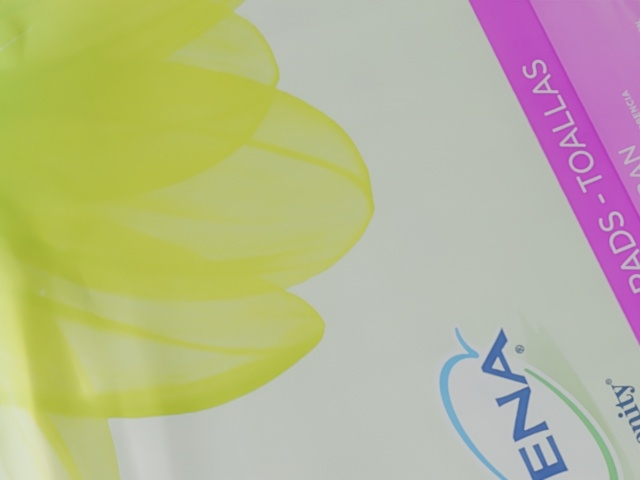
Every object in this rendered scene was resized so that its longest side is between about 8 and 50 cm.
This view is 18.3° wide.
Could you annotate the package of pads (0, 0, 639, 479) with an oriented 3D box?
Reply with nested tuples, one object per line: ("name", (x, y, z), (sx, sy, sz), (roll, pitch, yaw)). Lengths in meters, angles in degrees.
("package of pads", (0.000, 0.000, 0.561), (0.101, 0.229, 0.296), (75, 172, -67))
